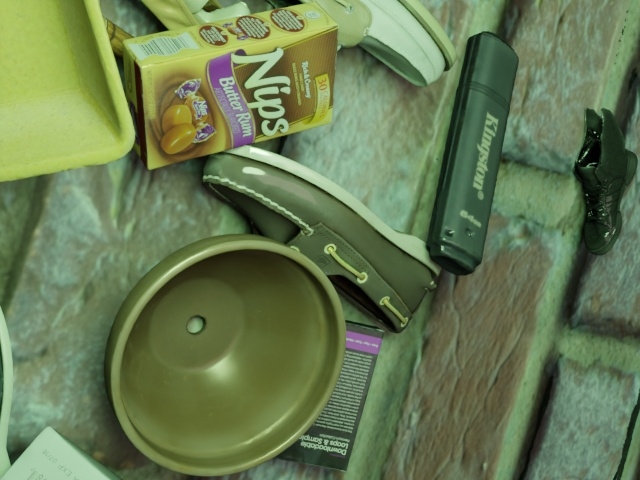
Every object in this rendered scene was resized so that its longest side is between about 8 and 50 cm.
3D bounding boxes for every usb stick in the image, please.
[{"bbox_3d":[0.167,-0.099,1.178,0.077,0.045,0.278,34,62,-41],"label":"usb stick"}]

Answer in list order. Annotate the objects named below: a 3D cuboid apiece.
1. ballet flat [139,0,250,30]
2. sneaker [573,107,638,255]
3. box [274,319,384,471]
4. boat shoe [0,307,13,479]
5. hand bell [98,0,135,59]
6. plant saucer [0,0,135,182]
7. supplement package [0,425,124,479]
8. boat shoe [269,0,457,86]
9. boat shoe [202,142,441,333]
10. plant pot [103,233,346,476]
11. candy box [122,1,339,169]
[{"bbox_3d":[-0.106,-0.206,0.980,0.073,0.080,0.232,-25,135,22],"label":"ballet flat"},{"bbox_3d":[0.347,-0.074,1.358,0.089,0.051,0.170,23,84,-36],"label":"sneaker"},{"bbox_3d":[-0.008,0.160,1.164,0.116,0.029,0.162,14,93,-15],"label":"box"},{"bbox_3d":[-0.322,0.141,0.932,0.079,0.095,0.255,-14,118,-43],"label":"boat shoe"},{"bbox_3d":[-0.185,-0.180,0.953,0.242,0.126,0.126,25,87,-47],"label":"hand bell"},{"bbox_3d":[-0.324,-0.198,0.778,0.332,0.081,0.333,-10,112,7],"label":"plant saucer"},{"bbox_3d":[-0.213,0.260,0.978,0.105,0.105,0.179,-51,156,-15],"label":"supplement package"},{"bbox_3d":[0.001,-0.234,1.053,0.302,0.113,0.103,36,82,-24],"label":"boat shoe"},{"bbox_3d":[0.000,0.000,1.102,0.324,0.116,0.097,31,81,-41],"label":"boat shoe"},{"bbox_3d":[-0.103,0.098,1.047,0.237,0.109,0.237,-10,112,-27],"label":"plant pot"},{"bbox_3d":[-0.078,-0.140,0.966,0.186,0.053,0.109,-18,136,-22],"label":"candy box"}]
